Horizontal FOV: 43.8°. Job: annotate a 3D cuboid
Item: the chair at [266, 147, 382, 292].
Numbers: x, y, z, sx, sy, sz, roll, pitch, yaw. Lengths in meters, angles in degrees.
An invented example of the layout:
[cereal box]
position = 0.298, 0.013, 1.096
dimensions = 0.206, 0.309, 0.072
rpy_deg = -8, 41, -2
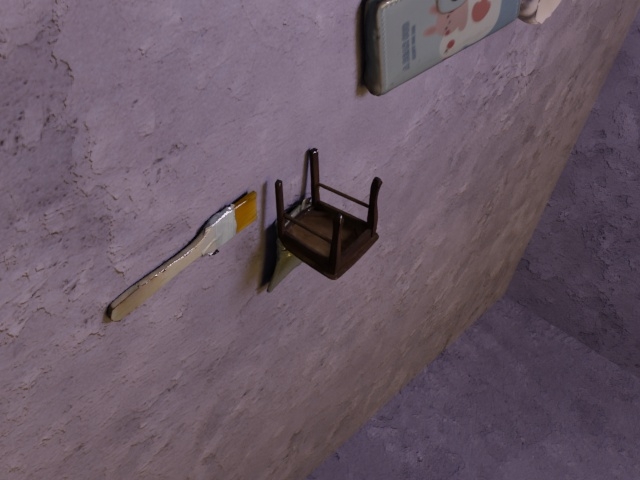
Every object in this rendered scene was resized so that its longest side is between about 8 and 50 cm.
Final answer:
[chair]
position = 0.000, 0.000, 1.569
dimensions = 0.160, 0.186, 0.319
rpy_deg = -45, 152, -37

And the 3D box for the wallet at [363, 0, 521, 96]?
[wallet]
position = 0.229, -0.441, 1.505
dimensions = 0.360, 0.083, 0.252
rpy_deg = -32, 146, -15

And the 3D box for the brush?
[brush]
position = -0.229, 0.027, 1.357
dimensions = 0.336, 0.020, 0.085
rpy_deg = -40, 152, -31

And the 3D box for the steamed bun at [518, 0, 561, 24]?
[steamed bun]
position = 0.510, -0.606, 1.872
dimensions = 0.183, 0.106, 0.183
rpy_deg = -39, 149, -29
